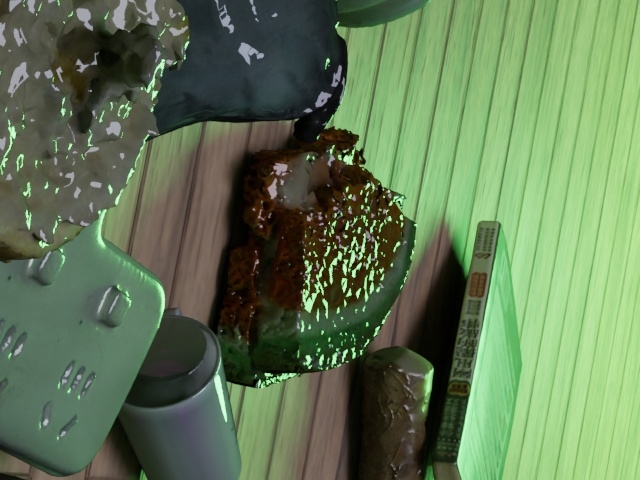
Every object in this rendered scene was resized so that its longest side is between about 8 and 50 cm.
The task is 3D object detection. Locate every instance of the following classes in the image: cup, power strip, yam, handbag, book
[{"bbox_3d":[-0.090,0.098,1.210,0.116,0.074,0.104,77,4,-45],"label":"cup"},{"bbox_3d":[-0.160,0.003,0.996,0.193,0.059,0.265,-65,151,-10],"label":"power strip"},{"bbox_3d":[0.061,0.225,1.559,0.066,0.066,0.299,-37,131,-56],"label":"yam"},{"bbox_3d":[-0.071,-0.199,1.051,0.192,0.075,0.332,-13,115,-24],"label":"handbag"},{"bbox_3d":[0.138,0.145,1.663,0.202,0.027,0.264,78,20,-47],"label":"book"}]

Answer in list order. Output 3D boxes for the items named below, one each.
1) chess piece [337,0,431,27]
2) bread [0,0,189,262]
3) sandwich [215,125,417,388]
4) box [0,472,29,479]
[{"bbox_3d":[-0.027,-0.266,1.151,0.298,0.176,0.175,39,62,-46],"label":"chess piece"},{"bbox_3d":[-0.159,-0.094,0.788,0.176,0.246,0.195,13,89,-63],"label":"bread"},{"bbox_3d":[0.007,0.007,1.356,0.235,0.079,0.159,-27,122,-59],"label":"sandwich"},{"bbox_3d":[-0.165,0.298,0.967,0.225,0.190,0.297,-34,126,-57],"label":"box"}]
